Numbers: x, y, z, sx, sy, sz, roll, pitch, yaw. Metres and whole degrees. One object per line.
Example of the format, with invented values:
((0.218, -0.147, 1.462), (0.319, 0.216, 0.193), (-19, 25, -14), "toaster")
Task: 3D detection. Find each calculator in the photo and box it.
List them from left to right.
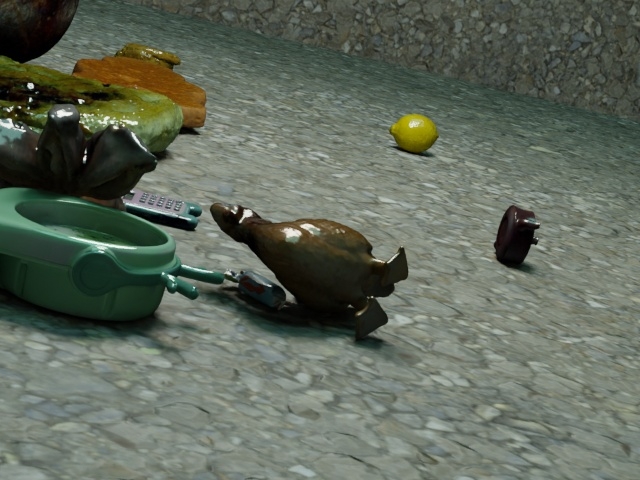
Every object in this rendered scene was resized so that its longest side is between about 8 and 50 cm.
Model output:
((-0.193, -0.041, 1.572), (0.141, 0.019, 0.094), (14, 15, -4), "calculator")

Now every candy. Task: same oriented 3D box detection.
((-0.055, 0.043, 1.347), (0.030, 0.020, 0.083), (1, 20, -45), "candy")

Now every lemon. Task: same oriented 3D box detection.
((0.150, -0.173, 2.442), (0.083, 0.062, 0.062), (9, 13, -7), "lemon")

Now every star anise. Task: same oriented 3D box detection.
((-0.234, -0.065, 1.327), (0.172, 0.063, 0.208), (14, -25, -9), "star anise")

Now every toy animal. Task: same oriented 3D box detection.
((-0.004, 0.017, 1.363), (0.179, 0.089, 0.188), (26, 1, 26), "toy animal")

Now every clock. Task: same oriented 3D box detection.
((-0.187, 0.015, 1.218), (0.211, 0.066, 0.159), (17, 12, 11), "clock")

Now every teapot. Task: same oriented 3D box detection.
((0.233, -0.004, 1.780), (0.045, 0.067, 0.100), (16, -22, -6), "teapot")

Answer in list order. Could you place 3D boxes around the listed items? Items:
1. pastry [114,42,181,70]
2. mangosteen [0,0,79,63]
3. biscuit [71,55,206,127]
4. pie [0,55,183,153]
((-0.289, -0.294, 2.516), (0.109, 0.057, 0.097), (14, 7, -10), "pastry")
((-0.488, -0.392, 2.133), (0.330, 0.330, 0.330), (13, 12, -3), "mangosteen")
((-0.266, -0.218, 2.220), (0.202, 0.047, 0.334), (13, 14, -10), "biscuit")
((-0.331, -0.169, 1.878), (0.323, 0.070, 0.323), (12, 14, -3), "pie")
